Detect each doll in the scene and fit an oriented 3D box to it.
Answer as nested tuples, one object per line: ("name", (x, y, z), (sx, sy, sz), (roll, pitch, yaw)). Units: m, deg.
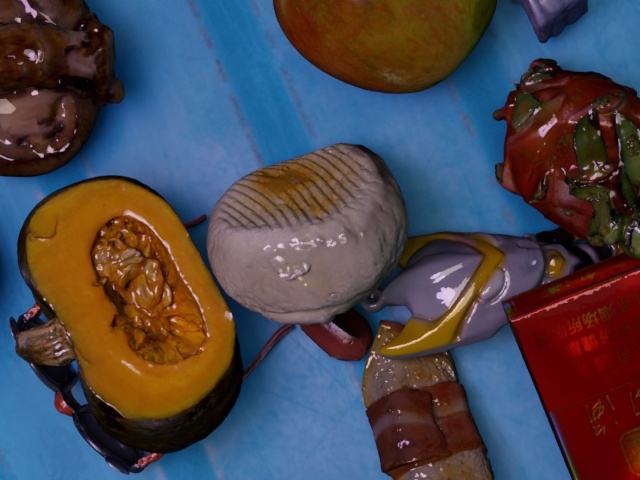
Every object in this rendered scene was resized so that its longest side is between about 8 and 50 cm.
("doll", (0.199, 0.049, 1.734), (0.316, 0.103, 0.145), (-7, 79, 3))

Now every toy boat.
("toy boat", (0.213, -0.361, 1.734), (0.078, 0.127, 0.283), (-23, 80, 8))

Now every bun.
("bun", (0.000, 0.000, 1.705), (0.244, 0.244, 0.153), (-20, 118, 8))

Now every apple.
("apple", (0.075, -0.282, 1.726), (0.226, 0.246, 0.246), (31, 94, -20))

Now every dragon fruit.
("dragon fruit", (0.289, -0.089, 1.652), (0.198, 0.269, 0.200), (-39, 106, 10))

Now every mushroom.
("mushroom", (-0.354, -0.204, 1.784), (0.283, 0.195, 0.263), (13, 98, 26))

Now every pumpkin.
("pumpkin", (-0.224, 0.087, 1.709), (0.222, 0.139, 0.317), (-25, 82, -16))

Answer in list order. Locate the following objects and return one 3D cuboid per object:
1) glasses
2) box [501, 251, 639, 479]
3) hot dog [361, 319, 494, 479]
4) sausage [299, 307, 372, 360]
("glasses", (-0.197, 0.110, 1.790), (0.268, 0.118, 0.234), (-40, 81, 6))
("box", (0.343, 0.176, 1.666), (0.197, 0.089, 0.313), (-23, 103, 4))
("hot dog", (0.116, 0.217, 1.738), (0.123, 0.093, 0.261), (0, 57, -25))
("sausage", (0.017, 0.100, 1.785), (0.094, 0.059, 0.054), (39, 138, 8))
